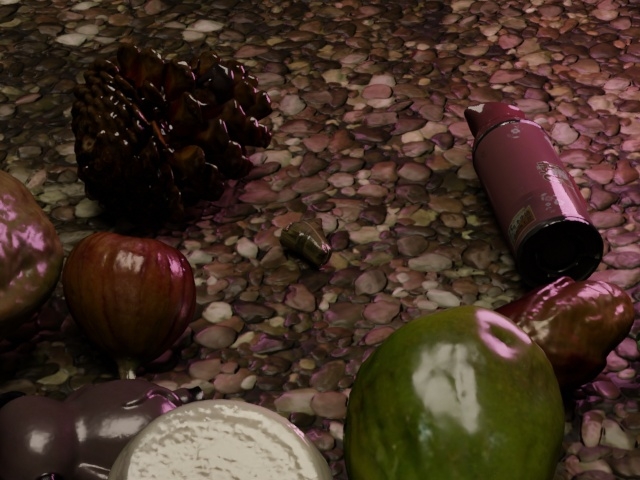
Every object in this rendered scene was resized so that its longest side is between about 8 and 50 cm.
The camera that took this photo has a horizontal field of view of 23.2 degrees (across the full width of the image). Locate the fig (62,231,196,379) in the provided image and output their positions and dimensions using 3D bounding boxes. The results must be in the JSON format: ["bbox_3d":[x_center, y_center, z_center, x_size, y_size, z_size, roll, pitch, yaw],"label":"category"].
[{"bbox_3d":[-0.214,0.080,1.825,0.149,0.202,0.148,-22,4,-16],"label":"fig"}]

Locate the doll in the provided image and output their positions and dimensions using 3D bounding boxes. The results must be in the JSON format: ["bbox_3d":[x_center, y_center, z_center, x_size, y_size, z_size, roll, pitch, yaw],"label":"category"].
[{"bbox_3d":[-0.240,0.215,1.644,0.257,0.117,0.182,-14,36,-16],"label":"doll"}]

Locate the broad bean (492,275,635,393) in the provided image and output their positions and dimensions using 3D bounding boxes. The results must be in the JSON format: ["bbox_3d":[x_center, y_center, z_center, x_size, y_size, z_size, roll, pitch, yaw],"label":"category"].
[{"bbox_3d":[0.254,0.114,1.755,0.228,0.156,0.122,-19,81,-32],"label":"broad bean"}]

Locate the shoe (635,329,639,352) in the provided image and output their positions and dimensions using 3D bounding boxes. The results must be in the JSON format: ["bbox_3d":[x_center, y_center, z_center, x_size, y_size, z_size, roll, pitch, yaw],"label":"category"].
[{"bbox_3d":[0.425,0.088,1.760,0.128,0.140,0.262,9,43,-1],"label":"shoe"}]

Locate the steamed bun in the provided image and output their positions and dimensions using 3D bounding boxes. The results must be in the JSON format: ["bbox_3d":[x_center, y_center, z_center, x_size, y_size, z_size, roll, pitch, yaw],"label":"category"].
[{"bbox_3d":[-0.099,0.277,1.527,0.232,0.145,0.232,3,53,-4],"label":"steamed bun"}]

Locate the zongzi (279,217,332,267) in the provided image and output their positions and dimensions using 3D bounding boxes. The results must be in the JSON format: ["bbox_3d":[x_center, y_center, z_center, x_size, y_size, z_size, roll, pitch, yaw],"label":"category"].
[{"bbox_3d":[0.000,0.000,2.000,0.076,0.040,0.083,34,32,30],"label":"zongzi"}]

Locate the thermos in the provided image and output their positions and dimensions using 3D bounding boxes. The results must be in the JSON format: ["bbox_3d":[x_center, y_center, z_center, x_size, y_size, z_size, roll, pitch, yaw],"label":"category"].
[{"bbox_3d":[0.279,-0.077,2.019,0.136,0.109,0.330,-7,36,-6],"label":"thermos"}]

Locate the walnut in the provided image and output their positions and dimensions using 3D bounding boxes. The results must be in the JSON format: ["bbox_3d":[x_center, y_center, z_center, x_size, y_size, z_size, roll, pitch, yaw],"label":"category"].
[{"bbox_3d":[-0.431,0.024,1.824,0.283,0.227,0.283,10,33,-7],"label":"walnut"}]

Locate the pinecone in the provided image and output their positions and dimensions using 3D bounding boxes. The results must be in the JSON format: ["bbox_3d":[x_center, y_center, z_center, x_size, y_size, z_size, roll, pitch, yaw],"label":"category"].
[{"bbox_3d":[-0.190,-0.153,2.050,0.246,0.246,0.292,28,35,34],"label":"pinecone"}]

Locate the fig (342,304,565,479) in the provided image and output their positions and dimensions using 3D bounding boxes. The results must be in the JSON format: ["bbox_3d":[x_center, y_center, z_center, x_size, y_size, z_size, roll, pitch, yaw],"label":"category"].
[{"bbox_3d":[0.113,0.219,1.536,0.233,0.233,0.314,16,45,23],"label":"fig"}]
